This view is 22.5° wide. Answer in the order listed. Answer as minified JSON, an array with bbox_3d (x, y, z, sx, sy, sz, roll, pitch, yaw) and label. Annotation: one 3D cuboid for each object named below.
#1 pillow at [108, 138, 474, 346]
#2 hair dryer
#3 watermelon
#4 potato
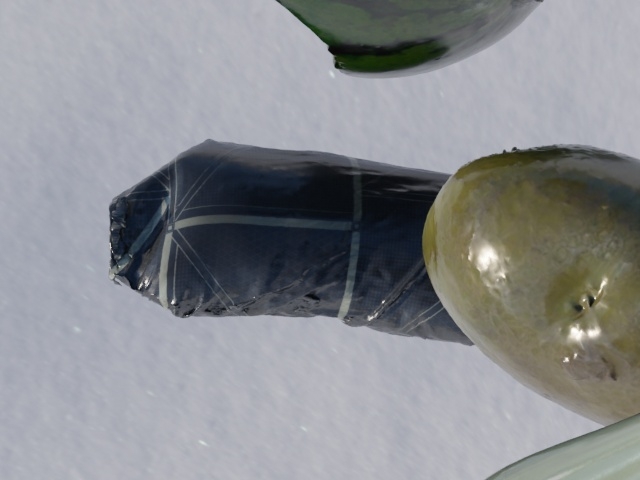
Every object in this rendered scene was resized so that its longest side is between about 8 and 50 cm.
[{"bbox_3d":[0.000,0.000,1.272,0.335,0.092,0.161,9,53,-5],"label":"pillow"},{"bbox_3d":[0.190,0.104,0.780,0.206,0.237,0.075,-38,72,34],"label":"hair dryer"},{"bbox_3d":[0.105,-0.248,1.181,0.189,0.331,0.331,39,86,5],"label":"watermelon"},{"bbox_3d":[0.180,0.033,0.943,0.251,0.174,0.159,35,111,16],"label":"potato"}]
